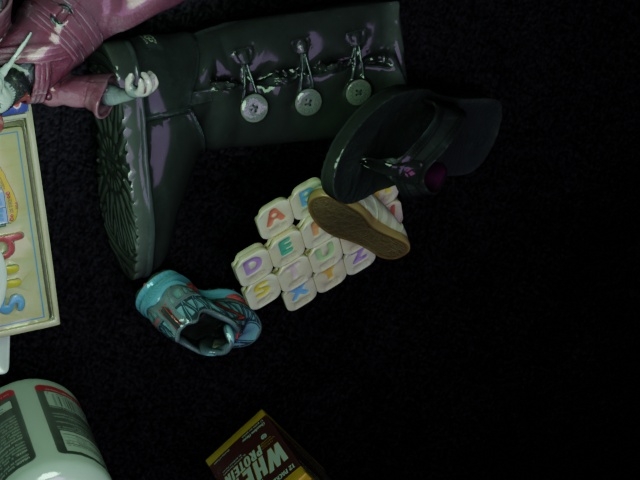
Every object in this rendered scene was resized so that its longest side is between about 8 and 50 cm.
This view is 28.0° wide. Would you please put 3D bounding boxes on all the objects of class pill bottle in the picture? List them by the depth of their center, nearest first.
[{"bbox_3d":[-0.390,0.347,1.821,0.176,0.318,0.176,-10,119,-19],"label":"pill bottle"}]

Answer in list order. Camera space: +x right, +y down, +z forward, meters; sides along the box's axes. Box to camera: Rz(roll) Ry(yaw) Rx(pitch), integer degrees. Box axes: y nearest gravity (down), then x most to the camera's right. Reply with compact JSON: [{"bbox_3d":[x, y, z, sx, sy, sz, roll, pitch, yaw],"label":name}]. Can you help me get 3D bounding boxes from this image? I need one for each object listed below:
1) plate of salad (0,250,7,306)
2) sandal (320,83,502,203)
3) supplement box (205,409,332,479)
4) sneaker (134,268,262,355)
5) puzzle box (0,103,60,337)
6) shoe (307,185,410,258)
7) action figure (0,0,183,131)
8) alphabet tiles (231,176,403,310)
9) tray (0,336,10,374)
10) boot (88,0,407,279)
[{"bbox_3d":[-0.512,0.061,1.691,0.200,0.048,0.200,-9,114,-22],"label":"plate of salad"},{"bbox_3d":[0.163,-0.140,1.852,0.446,0.107,0.167,-18,130,-51],"label":"sandal"},{"bbox_3d":[-0.056,0.417,2.090,0.129,0.194,0.191,-42,125,-1],"label":"supplement box"},{"bbox_3d":[-0.167,0.136,1.913,0.104,0.125,0.262,-50,146,12],"label":"sneaker"},{"bbox_3d":[-0.505,-0.048,1.710,0.272,0.052,0.409,-13,114,-21],"label":"puzzle box"},{"bbox_3d":[0.054,-0.037,1.892,0.076,0.058,0.219,-23,145,29],"label":"shoe"},{"bbox_3d":[-0.318,-0.278,1.548,0.370,0.276,0.248,-48,117,-10],"label":"action figure"},{"bbox_3d":[0.000,0.000,1.949,0.284,0.021,0.278,-30,146,-11],"label":"alphabet tiles"},{"bbox_3d":[-0.574,0.130,1.801,0.270,0.030,0.145,-3,116,-24],"label":"tray"},{"bbox_3d":[-0.090,-0.150,1.839,0.445,0.146,0.367,-15,126,-26],"label":"boot"}]
